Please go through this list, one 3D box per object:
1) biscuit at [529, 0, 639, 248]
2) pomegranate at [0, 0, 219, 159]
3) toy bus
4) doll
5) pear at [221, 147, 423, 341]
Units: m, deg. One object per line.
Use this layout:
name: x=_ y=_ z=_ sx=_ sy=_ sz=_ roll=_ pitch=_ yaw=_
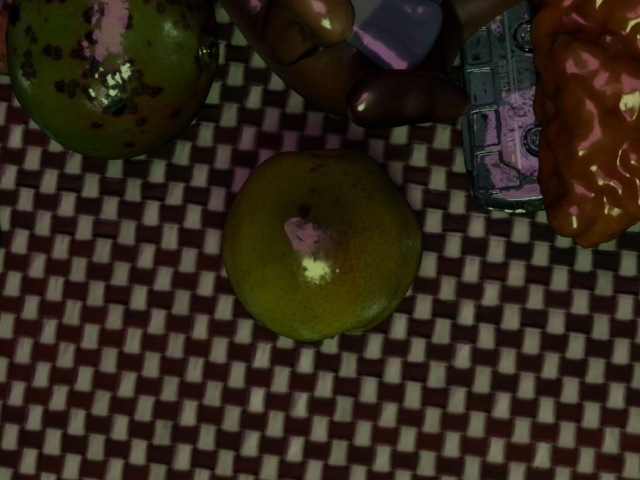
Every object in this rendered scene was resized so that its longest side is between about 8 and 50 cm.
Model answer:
biscuit: x=0.294 y=-0.145 z=1.349 sx=0.312 sy=0.110 sz=0.318 roll=-1 pitch=78 yaw=-4
pomegranate: x=-0.163 y=-0.140 z=1.398 sx=0.205 sy=0.159 sz=0.159 roll=4 pitch=78 yaw=32
toy bus: x=0.130 y=-0.102 z=1.408 sx=0.065 sy=0.047 sz=0.166 roll=-6 pitch=77 yaw=7
doll: x=-0.017 y=-0.232 z=1.300 sx=0.340 sy=0.318 sz=0.209 roll=45 pitch=113 yaw=-10
pear: x=0.000 y=0.000 z=1.373 sx=0.141 sy=0.104 sz=0.141 roll=-1 pitch=83 yaw=5
